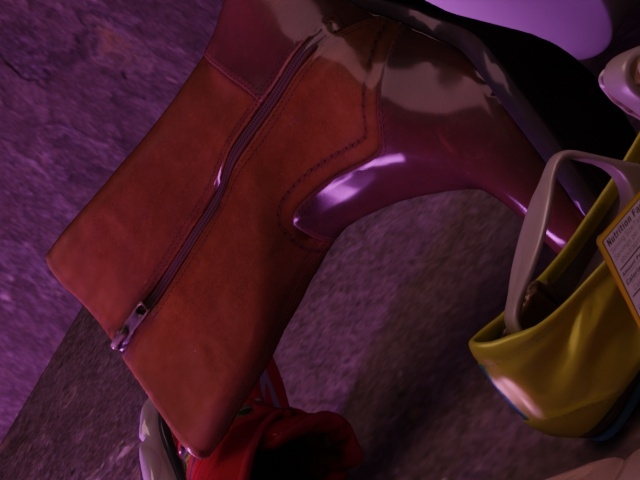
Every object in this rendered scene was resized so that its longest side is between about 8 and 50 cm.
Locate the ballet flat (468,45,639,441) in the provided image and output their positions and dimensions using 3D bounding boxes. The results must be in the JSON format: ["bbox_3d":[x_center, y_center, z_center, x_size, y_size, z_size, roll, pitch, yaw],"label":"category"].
[{"bbox_3d":[0.134,-0.030,0.766,0.231,0.077,0.077,-59,10,-6],"label":"ballet flat"}]

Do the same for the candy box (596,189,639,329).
[{"bbox_3d":[0.178,-0.035,0.644,0.206,0.027,0.105,-52,31,28],"label":"candy box"}]

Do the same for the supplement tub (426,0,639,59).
[{"bbox_3d":[0.142,-0.278,1.024,0.316,0.228,0.228,-60,11,-11],"label":"supplement tub"}]

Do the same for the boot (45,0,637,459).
[{"bbox_3d":[0.000,0.000,0.922,0.280,0.264,0.096,-54,-24,22],"label":"boot"}]

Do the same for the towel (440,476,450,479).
[{"bbox_3d":[-0.025,0.250,0.813,0.285,0.034,0.209,-52,15,37],"label":"towel"}]

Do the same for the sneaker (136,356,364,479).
[{"bbox_3d":[-0.027,0.126,1.039,0.118,0.107,0.279,-44,24,20],"label":"sneaker"}]

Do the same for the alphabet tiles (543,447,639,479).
[{"bbox_3d":[0.042,0.113,0.518,0.284,0.021,0.278,-24,3,20],"label":"alphabet tiles"}]
